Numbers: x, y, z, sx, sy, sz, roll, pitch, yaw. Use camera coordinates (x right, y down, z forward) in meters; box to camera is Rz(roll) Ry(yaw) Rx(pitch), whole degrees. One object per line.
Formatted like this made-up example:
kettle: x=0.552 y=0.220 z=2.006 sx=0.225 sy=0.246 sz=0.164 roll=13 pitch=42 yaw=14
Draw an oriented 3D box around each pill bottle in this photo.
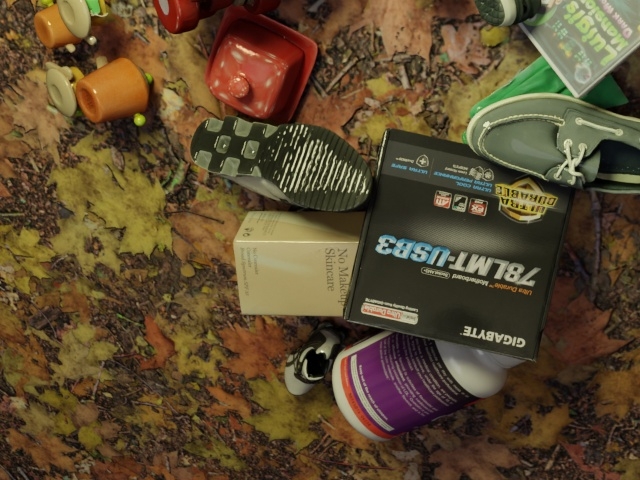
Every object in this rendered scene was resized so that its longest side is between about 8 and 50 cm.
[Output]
pill bottle: x=0.187 y=0.207 z=1.521 sx=0.323 sy=0.181 sz=0.181 roll=-32 pitch=106 yaw=33

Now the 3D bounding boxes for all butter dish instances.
butter dish: x=-0.108 y=-0.253 z=1.375 sx=0.160 sy=0.118 sz=0.159 roll=27 pitch=127 yaw=2

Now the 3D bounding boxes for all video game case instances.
video game case: x=0.347 y=-0.314 z=1.183 sx=0.173 sy=0.022 sz=0.190 roll=-44 pitch=72 yaw=35

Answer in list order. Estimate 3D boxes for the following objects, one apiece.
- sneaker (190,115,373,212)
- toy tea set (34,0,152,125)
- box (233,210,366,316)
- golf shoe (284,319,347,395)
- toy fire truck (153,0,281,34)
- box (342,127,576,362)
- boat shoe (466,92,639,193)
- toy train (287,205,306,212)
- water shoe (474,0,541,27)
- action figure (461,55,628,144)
sneaker: x=-0.037 y=-0.112 z=1.405 sx=0.331 sy=0.146 sz=0.122 roll=21 pitch=86 yaw=34
toy tea set: x=-0.364 y=-0.341 z=1.439 sx=0.200 sy=0.124 sz=0.335 roll=30 pitch=136 yaw=37
box: x=0.026 y=0.037 z=1.478 sx=0.311 sy=0.121 sz=0.147 roll=-1 pitch=116 yaw=10
golf shoe: x=-0.025 y=0.235 z=1.670 sx=0.077 sy=0.094 sz=0.198 roll=28 pitch=127 yaw=0
toy fire truck: x=-0.154 y=-0.439 z=1.228 sx=0.302 sy=0.170 sz=0.253 roll=-19 pitch=91 yaw=67
box: x=0.205 y=0.007 z=1.340 sx=0.296 sy=0.073 sz=0.293 roll=13 pitch=89 yaw=-1
boat shoe: x=0.364 y=-0.125 z=1.241 sx=0.320 sy=0.099 sz=0.116 roll=8 pitch=119 yaw=-6
toy train: x=0.000 y=0.000 z=1.552 sx=0.036 sy=0.027 sz=0.158 roll=-33 pitch=106 yaw=35
water shoe: x=0.231 y=-0.384 z=1.203 sx=0.073 sy=0.080 sz=0.203 roll=-15 pitch=91 yaw=66
action figure: x=0.302 y=-0.200 z=1.297 sx=0.232 sy=0.063 sz=0.137 roll=-28 pitch=110 yaw=27
